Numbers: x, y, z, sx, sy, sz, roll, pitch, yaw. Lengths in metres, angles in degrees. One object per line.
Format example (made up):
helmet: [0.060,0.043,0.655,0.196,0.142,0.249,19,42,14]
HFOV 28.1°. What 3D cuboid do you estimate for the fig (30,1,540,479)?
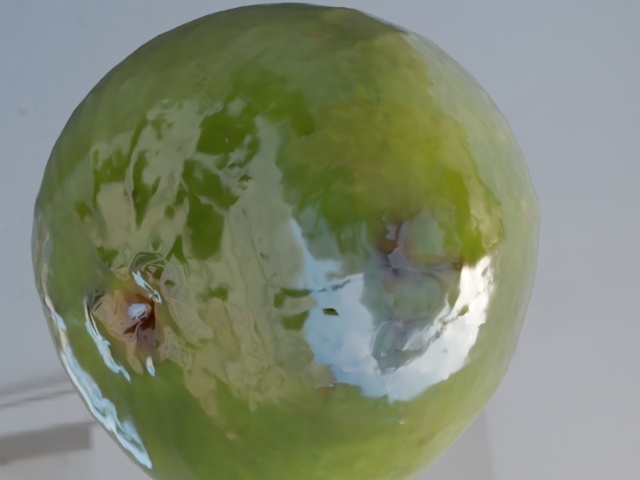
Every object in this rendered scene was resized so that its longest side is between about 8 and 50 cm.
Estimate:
fig: [0.000,0.000,0.761,0.316,0.316,0.316,-6,169,-1]
